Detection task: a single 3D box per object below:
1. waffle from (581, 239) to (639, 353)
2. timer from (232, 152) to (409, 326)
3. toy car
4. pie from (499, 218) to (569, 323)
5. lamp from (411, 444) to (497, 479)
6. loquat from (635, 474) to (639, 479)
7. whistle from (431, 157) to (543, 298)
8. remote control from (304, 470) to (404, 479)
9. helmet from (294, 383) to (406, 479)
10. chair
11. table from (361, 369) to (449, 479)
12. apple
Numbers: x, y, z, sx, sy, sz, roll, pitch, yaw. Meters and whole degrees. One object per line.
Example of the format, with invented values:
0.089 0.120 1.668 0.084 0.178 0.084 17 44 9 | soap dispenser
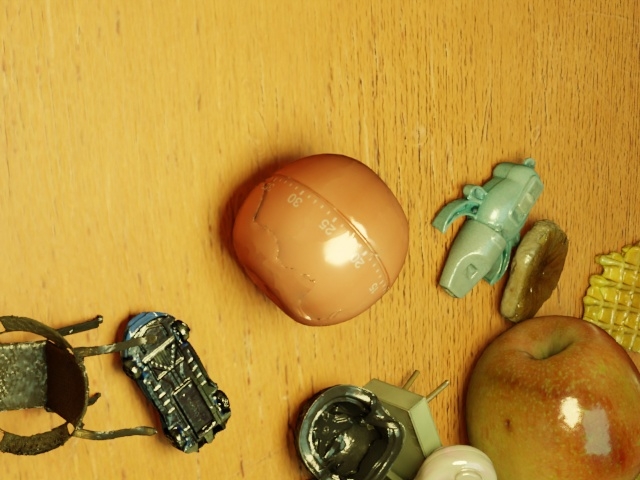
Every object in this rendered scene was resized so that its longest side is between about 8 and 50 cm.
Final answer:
0.588 0.100 2.120 0.229 0.057 0.219 15 89 -39 | waffle
0.000 0.000 1.511 0.215 0.230 0.229 -39 121 -16 | timer
-0.202 0.189 1.490 0.103 0.063 0.216 -39 115 -28 | toy car
0.373 0.054 1.911 0.195 0.046 0.195 -38 141 -38 | pie
0.190 0.428 1.685 0.180 0.108 0.246 14 111 -18 | lamp
0.583 0.492 2.140 0.152 0.152 0.195 43 63 -36 | loquat
0.284 -0.025 1.829 0.186 0.093 0.274 44 75 -38 | whistle
0.010 0.399 1.689 0.310 0.090 0.038 -1 110 -38 | remote control
0.029 0.299 1.677 0.177 0.107 0.153 45 73 -16 | helmet
-0.326 0.170 1.338 0.213 0.149 0.174 -5 103 -34 | chair
0.170 0.323 1.782 0.111 0.122 0.240 -36 120 -29 | table
0.391 0.281 1.832 0.319 0.319 0.277 -38 115 -27 | apple
